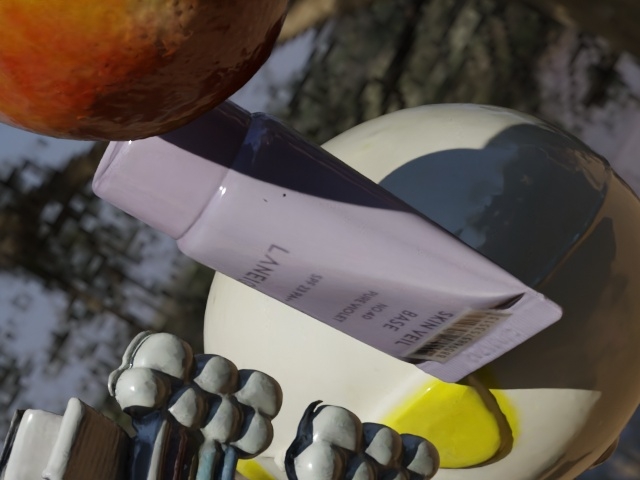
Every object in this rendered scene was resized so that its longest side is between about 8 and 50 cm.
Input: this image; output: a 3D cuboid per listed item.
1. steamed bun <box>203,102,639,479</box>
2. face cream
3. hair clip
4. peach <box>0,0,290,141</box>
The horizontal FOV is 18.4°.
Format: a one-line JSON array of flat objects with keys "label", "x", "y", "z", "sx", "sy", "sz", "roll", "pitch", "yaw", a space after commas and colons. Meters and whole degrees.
[{"label": "steamed bun", "x": 0.083, "y": 0.057, "z": 1.479, "sx": 0.374, "sy": 0.334, "sz": 0.334, "roll": -24, "pitch": 32, "yaw": 60}, {"label": "face cream", "x": 0.000, "y": 0.000, "z": 1.194, "sx": 0.154, "sy": 0.274, "sz": 0.096, "roll": -43, "pitch": 20, "yaw": 56}, {"label": "hair clip", "x": -0.044, "y": 0.128, "z": 0.948, "sx": 0.054, "sy": 0.220, "sz": 0.140, "roll": -25, "pitch": 47, "yaw": 53}, {"label": "peach", "x": -0.120, "y": -0.163, "z": 1.015, "sx": 0.231, "sy": 0.231, "sz": 0.231, "roll": -59, "pitch": 1, "yaw": 1}]
